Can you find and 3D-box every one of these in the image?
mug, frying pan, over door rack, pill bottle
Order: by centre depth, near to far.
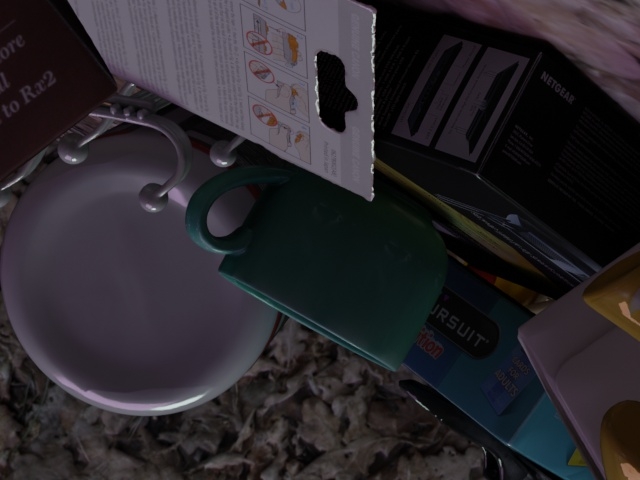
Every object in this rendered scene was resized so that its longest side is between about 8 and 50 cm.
[{"bbox_3d":[0.008,0.005,1.155,0.129,0.097,0.158,27,174,33],"label":"mug"},{"bbox_3d":[-0.194,-0.116,1.240,0.324,0.108,0.239,22,-157,12],"label":"over door rack"},{"bbox_3d":[0.178,0.190,1.329,0.197,0.053,0.326,35,-175,27],"label":"frying pan"},{"bbox_3d":[-0.103,-0.006,1.496,0.210,0.210,0.363,27,-165,4],"label":"pill bottle"}]

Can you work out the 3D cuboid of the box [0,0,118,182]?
[{"bbox_3d":[-0.242,-0.125,0.917,0.143,0.191,0.381,53,-179,-27],"label":"box"}]

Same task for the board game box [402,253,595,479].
[{"bbox_3d":[0.164,0.106,1.351,0.336,0.079,0.254,33,-178,-46],"label":"board game box"}]

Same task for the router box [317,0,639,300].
[{"bbox_3d":[0.114,-0.040,1.163,0.243,0.081,0.309,23,173,45],"label":"router box"}]

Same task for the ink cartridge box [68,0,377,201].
[{"bbox_3d":[-0.057,-0.132,1.024,0.225,0.056,0.181,25,153,15],"label":"ink cartridge box"}]

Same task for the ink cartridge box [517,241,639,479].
[{"bbox_3d":[0.252,0.098,1.015,0.233,0.171,0.168,34,-157,-53],"label":"ink cartridge box"}]

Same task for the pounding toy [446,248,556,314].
[{"bbox_3d":[0.152,0.054,1.693,0.141,0.130,0.100,31,-174,-31],"label":"pounding toy"}]

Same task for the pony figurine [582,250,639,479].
[{"bbox_3d":[0.298,0.132,0.752,0.351,0.303,0.363,-31,95,48],"label":"pony figurine"}]
